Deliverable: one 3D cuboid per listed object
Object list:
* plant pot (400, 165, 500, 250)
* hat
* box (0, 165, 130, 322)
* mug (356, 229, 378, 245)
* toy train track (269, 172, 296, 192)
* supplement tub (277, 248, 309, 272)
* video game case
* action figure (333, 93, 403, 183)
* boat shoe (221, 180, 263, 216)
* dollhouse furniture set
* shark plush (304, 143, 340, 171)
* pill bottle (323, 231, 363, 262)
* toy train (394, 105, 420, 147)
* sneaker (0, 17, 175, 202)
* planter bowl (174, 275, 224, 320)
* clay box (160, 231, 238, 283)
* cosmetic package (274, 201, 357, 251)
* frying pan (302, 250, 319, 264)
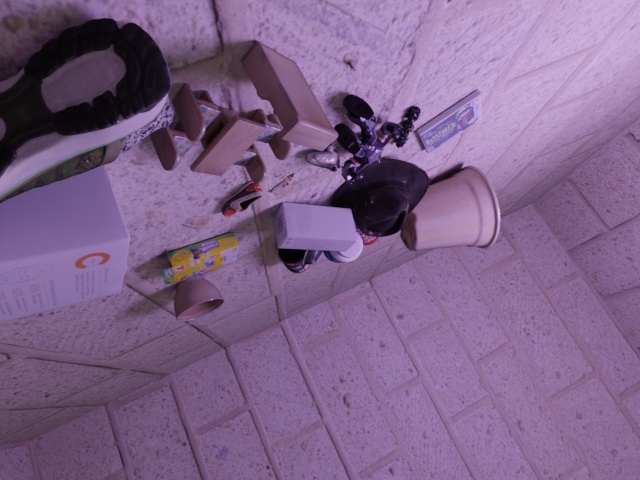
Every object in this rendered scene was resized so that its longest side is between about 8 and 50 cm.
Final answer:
[{"bbox_3d":[0.472,-0.097,1.610,0.305,0.334,0.334,-14,161,-6],"label":"plant pot"},{"bbox_3d":[0.199,-0.097,1.295,0.330,0.134,0.331,-6,144,-4],"label":"hat"},{"bbox_3d":[-0.511,0.016,0.644,0.345,0.168,0.215,-14,158,-36],"label":"box"},{"bbox_3d":[0.162,-0.074,1.551,0.113,0.151,0.169,7,167,19],"label":"mug"},{"bbox_3d":[-0.096,-0.145,1.060,0.083,0.014,0.048,-32,162,18],"label":"toy train track"},{"bbox_3d":[-0.091,0.063,1.517,0.105,0.106,0.198,-26,163,-2],"label":"supplement tub"},{"bbox_3d":[0.383,-0.340,1.198,0.190,0.022,0.173,-32,162,16],"label":"video game case"},{"bbox_3d":[0.107,-0.225,0.969,0.185,0.099,0.285,-54,162,7],"label":"action figure"},{"bbox_3d":[-0.195,-0.094,1.012,0.137,0.043,0.049,-35,163,27],"label":"boat shoe"},{"bbox_3d":[-0.118,-0.173,0.695,0.242,0.161,0.212,-37,161,29],"label":"dollhouse furniture set"},{"bbox_3d":[0.013,-0.206,1.036,0.067,0.073,0.161,-11,-172,15],"label":"shark plush"},{"bbox_3d":[0.082,0.019,1.485,0.124,0.124,0.221,-24,179,-11],"label":"pill bottle"},{"bbox_3d":[0.232,-0.299,1.088,0.036,0.027,0.158,-33,165,-18],"label":"toy train"},{"bbox_3d":[-0.367,-0.118,0.542,0.409,0.158,0.182,-23,174,-2],"label":"sneaker"},{"bbox_3d":[-0.421,0.187,1.375,0.161,0.109,0.162,-25,162,-9],"label":"planter bowl"},{"bbox_3d":[-0.352,0.053,1.187,0.221,0.053,0.127,-19,161,-22],"label":"clay box"},{"bbox_3d":[-0.014,-0.037,1.218,0.230,0.118,0.085,5,151,-26],"label":"cosmetic package"},{"bbox_3d":[-0.012,0.024,1.445,0.326,0.053,0.197,98,17,-67],"label":"frying pan"}]
